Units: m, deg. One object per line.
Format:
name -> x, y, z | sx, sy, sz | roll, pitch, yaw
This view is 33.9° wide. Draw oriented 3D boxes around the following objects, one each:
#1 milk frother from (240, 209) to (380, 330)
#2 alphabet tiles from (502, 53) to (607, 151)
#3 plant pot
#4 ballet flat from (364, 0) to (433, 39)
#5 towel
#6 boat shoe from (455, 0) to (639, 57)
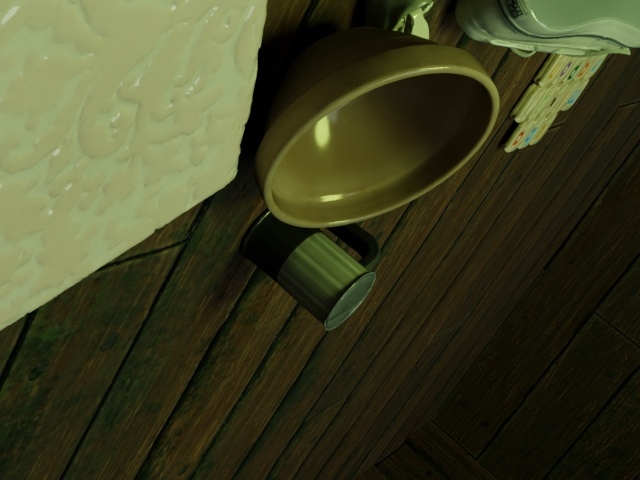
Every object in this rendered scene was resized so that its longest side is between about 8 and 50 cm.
milk frother -> 0.000, 0.000, 1.162 | 0.129, 0.135, 0.143 | -45, 162, -18
alphabet tiles -> 0.411, -0.273, 1.783 | 0.284, 0.021, 0.278 | -21, 146, -57
plant pot -> 0.039, -0.121, 0.984 | 0.237, 0.109, 0.237 | -19, 155, -9
ballet flat -> 0.071, -0.184, 1.066 | 0.072, 0.068, 0.213 | -41, 161, -26
towel -> -0.157, -0.095, 0.727 | 0.317, 0.053, 0.332 | -36, 158, -34
boat shoe -> 0.296, -0.278, 1.285 | 0.367, 0.136, 0.156 | -15, -177, -42
